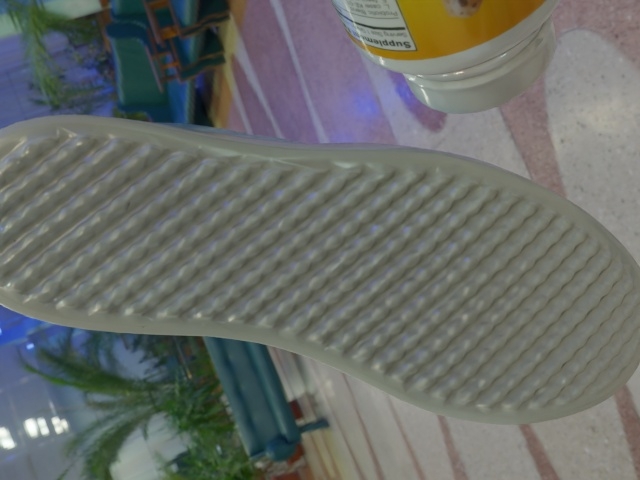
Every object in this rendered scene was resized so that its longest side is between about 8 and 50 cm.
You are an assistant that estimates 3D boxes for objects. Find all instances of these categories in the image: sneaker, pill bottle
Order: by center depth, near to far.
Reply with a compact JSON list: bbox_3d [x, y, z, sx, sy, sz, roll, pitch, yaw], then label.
[{"bbox_3d":[0.045,-0.158,0.350,0.117,0.117,0.215,54,-179,42],"label":"pill bottle"},{"bbox_3d":[0.000,0.000,0.441,0.150,0.366,0.135,-132,58,-77],"label":"sneaker"}]
